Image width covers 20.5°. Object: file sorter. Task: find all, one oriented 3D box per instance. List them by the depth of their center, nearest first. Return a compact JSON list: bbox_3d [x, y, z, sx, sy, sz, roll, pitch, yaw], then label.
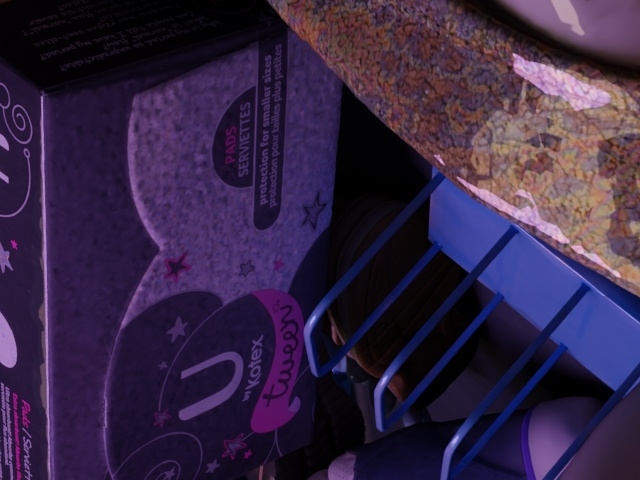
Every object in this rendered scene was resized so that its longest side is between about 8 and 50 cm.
[{"bbox_3d":[0.088,0.064,0.786,0.170,0.104,0.118,39,169,13],"label":"file sorter"}]

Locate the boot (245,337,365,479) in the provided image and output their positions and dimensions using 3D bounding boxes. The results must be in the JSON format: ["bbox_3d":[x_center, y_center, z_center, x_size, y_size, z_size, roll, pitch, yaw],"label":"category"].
[{"bbox_3d":[-0.051,0.076,1.018,0.137,0.077,0.198,35,150,32],"label":"boot"}]

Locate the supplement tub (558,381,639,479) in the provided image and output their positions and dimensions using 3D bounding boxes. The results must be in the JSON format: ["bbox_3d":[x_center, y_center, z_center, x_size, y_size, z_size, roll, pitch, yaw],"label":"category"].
[{"bbox_3d":[0.174,0.184,0.472,0.235,0.235,0.325,37,157,34],"label":"supplement tub"}]

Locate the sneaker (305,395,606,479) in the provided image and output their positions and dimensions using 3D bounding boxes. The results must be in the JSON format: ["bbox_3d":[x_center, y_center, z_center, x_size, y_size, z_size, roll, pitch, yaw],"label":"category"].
[{"bbox_3d":[0.084,0.256,0.935,0.130,0.236,0.322,4,-112,-62],"label":"sneaker"}]

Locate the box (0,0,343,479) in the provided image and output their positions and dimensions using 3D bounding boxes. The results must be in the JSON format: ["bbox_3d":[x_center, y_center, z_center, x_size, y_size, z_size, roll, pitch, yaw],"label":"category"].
[{"bbox_3d":[-0.093,-0.007,0.801,0.142,0.163,0.247,36,134,37],"label":"box"}]

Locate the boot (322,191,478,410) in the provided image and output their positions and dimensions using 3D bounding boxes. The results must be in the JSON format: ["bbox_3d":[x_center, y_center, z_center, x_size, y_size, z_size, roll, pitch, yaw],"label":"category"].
[{"bbox_3d":[0.000,0.000,0.966,0.165,0.077,0.213,42,172,24],"label":"boot"}]

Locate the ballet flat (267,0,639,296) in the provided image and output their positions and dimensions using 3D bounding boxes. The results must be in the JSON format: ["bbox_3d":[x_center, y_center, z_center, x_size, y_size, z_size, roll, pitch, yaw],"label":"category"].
[{"bbox_3d":[0.035,-0.094,0.419,0.348,0.123,0.123,39,168,28],"label":"ballet flat"}]

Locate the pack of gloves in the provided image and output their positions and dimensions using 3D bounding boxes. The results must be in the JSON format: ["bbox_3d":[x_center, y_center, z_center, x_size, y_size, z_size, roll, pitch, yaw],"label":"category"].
[{"bbox_3d":[-0.027,0.050,1.128,0.195,0.046,0.232,38,-176,-18],"label":"pack of gloves"}]
